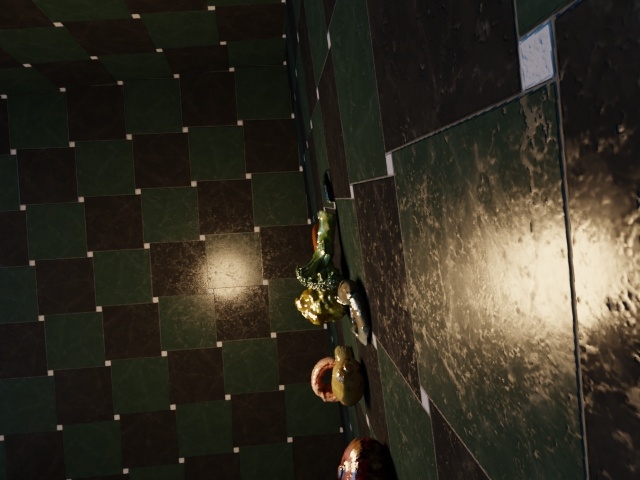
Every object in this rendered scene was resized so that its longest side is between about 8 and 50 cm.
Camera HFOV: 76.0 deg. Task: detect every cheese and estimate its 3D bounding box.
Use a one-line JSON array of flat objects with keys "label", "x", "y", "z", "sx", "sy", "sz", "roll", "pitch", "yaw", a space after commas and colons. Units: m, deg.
[{"label": "cheese", "x": 0.123, "y": 0.621, "z": 2.058, "sx": 0.175, "sy": 0.091, "sz": 0.202, "roll": -107, "pitch": 11, "yaw": -63}]

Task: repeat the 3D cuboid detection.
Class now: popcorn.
[{"label": "popcorn", "x": 0.001, "y": 0.299, "z": 1.973, "sx": 0.237, "sy": 0.252, "sz": 0.205, "roll": -100, "pitch": -3, "yaw": -67}]

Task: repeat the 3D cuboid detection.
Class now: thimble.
[{"label": "thimble", "x": 0.063, "y": 0.783, "z": 2.308, "sx": 0.162, "sy": 0.240, "sz": 0.238, "roll": 118, "pitch": 143, "yaw": -82}]

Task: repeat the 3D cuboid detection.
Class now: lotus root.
[{"label": "lotus root", "x": 0.120, "y": 0.617, "z": 1.768, "sx": 0.160, "sy": 0.146, "sz": 0.283, "roll": -74, "pitch": -9, "yaw": -48}]

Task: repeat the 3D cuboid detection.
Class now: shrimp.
[{"label": "shrimp", "x": 0.121, "y": 0.263, "z": 1.532, "sx": 0.360, "sy": 0.086, "sz": 0.246, "roll": 161, "pitch": 94, "yaw": -82}]

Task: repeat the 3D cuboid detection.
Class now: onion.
[{"label": "onion", "x": 0.154, "y": 0.823, "z": 1.438, "sx": 0.246, "sy": 0.191, "sz": 0.245, "roll": -171, "pitch": 90, "yaw": -86}]

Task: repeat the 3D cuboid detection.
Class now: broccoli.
[{"label": "broccoli", "x": 0.019, "y": 0.055, "z": 1.809, "sx": 0.252, "sy": 0.222, "sz": 0.360, "roll": -53, "pitch": -34, "yaw": -60}]

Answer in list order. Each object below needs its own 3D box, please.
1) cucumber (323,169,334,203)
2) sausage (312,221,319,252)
[{"label": "cucumber", "x": 0.034, "y": -0.246, "z": 1.837, "sx": 0.039, "sy": 0.043, "sz": 0.163, "roll": -23, "pitch": 74, "yaw": 46}, {"label": "sausage", "x": 0.000, "y": -0.001, "z": 2.365, "sx": 0.348, "sy": 0.094, "sz": 0.097, "roll": -105, "pitch": 12, "yaw": -59}]
